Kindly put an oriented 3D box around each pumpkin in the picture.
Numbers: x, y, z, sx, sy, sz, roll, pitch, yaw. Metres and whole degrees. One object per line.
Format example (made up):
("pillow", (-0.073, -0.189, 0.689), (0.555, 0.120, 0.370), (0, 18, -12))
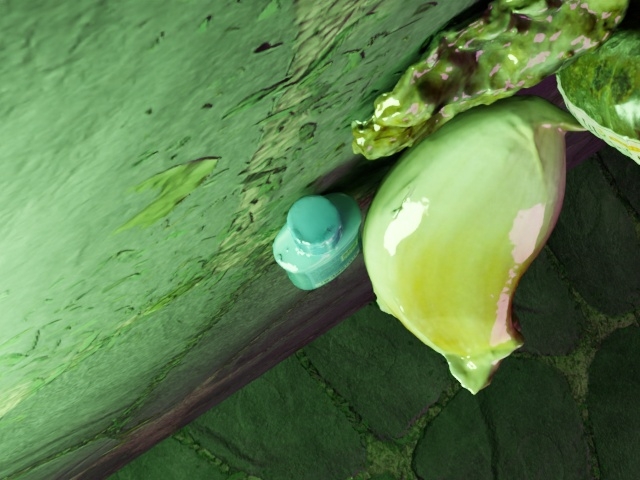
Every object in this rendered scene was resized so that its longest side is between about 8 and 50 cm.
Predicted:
("pumpkin", (0.326, -0.182, 0.689), (0.260, 0.260, 0.189), (-37, 136, 12))

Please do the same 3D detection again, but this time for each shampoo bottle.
("shampoo bottle", (0.000, 0.000, 0.897), (0.104, 0.061, 0.258), (-39, 172, -4))

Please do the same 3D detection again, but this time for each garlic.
("garlic", (0.171, -0.023, 0.918), (0.286, 0.249, 0.313), (-23, 123, -40))

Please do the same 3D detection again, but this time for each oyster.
("oyster", (0.164, -0.167, 0.644), (0.345, 0.078, 0.129), (-36, 163, 19))
